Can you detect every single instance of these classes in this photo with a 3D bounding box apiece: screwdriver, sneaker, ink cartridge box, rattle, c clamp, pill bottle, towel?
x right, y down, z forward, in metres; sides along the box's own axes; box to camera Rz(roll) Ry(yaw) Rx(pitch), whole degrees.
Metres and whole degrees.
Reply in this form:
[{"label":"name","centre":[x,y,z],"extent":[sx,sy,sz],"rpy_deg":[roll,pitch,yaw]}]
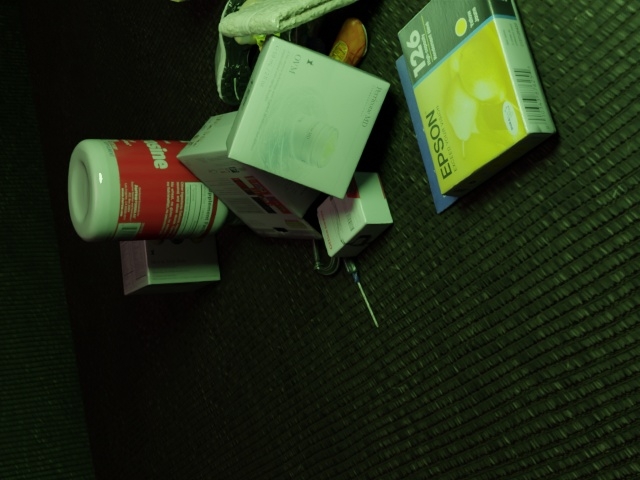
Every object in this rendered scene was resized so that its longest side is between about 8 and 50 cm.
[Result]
[{"label":"screwdriver","centre":[0.076,0.094,1.733],"extent":[0.025,0.024,0.170],"rpy_deg":[-29,66,24]},{"label":"sneaker","centre":[0.041,-0.342,1.702],"extent":[0.064,0.067,0.175],"rpy_deg":[34,134,13]},{"label":"ink cartridge box","centre":[-0.118,-0.135,1.881],"extent":[0.130,0.272,0.309],"rpy_deg":[-52,25,-17]},{"label":"ink cartridge box","centre":[0.063,-0.047,1.702],"extent":[0.150,0.063,0.109],"rpy_deg":[-45,54,52]},{"label":"sneaker","centre":[-0.203,-0.458,2.092],"extent":[0.108,0.100,0.271],"rpy_deg":[-131,47,-54]},{"label":"rattle","centre":[-0.098,-0.474,1.893],"extent":[0.200,0.130,0.143],"rpy_deg":[-57,42,37]},{"label":"c clamp","centre":[0.000,0.000,1.858],"extent":[0.137,0.022,0.161],"rpy_deg":[-32,63,50]},{"label":"pill bottle","centre":[-0.350,-0.116,2.057],"extent":[0.229,0.407,0.229],"rpy_deg":[7,98,58]},{"label":"ink cartridge box","centre":[0.215,-0.236,1.431],"extent":[0.307,0.072,0.304],"rpy_deg":[-37,61,52]},{"label":"towel","centre":[-0.027,-0.433,1.624],"extent":[0.187,0.282,0.049],"rpy_deg":[12,126,53]}]

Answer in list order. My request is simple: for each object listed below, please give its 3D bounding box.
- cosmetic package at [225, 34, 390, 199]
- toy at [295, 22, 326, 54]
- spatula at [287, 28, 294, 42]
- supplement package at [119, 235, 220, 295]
[{"label":"cosmetic package","centre":[-0.026,-0.224,1.611],"extent":[0.138,0.224,0.224],"rpy_deg":[-115,46,-71]},{"label":"toy","centre":[-0.015,-0.336,1.797],"extent":[0.137,0.056,0.237],"rpy_deg":[-70,-17,-71]},{"label":"spatula","centre":[-0.054,-0.412,1.867],"extent":[0.084,0.030,0.296],"rpy_deg":[49,-146,-68]},{"label":"supplement package","centre":[-0.403,-0.003,2.358],"extent":[0.198,0.199,0.263],"rpy_deg":[-22,73,58]}]
